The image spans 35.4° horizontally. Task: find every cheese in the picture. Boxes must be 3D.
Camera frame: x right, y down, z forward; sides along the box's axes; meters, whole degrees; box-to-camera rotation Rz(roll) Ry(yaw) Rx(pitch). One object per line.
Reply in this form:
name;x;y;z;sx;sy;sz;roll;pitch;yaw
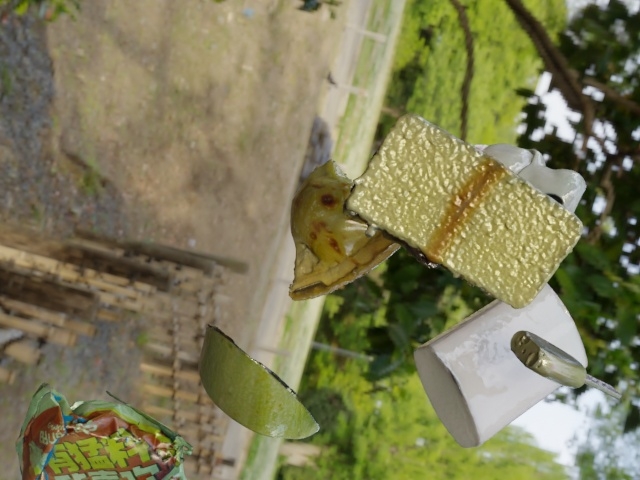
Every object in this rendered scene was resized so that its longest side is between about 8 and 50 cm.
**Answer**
cheese;0.363;0.190;1.456;0.037;0.192;0.097;-57;-154;13

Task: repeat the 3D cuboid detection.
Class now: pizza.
pizza;0.000;-0.009;1.522;0.204;0.188;0.081;-41;158;15

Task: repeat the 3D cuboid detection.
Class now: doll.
doll;0.303;-0.079;1.492;0.107;0.181;0.110;-38;153;-35

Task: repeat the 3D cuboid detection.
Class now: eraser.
eraser;0.293;0.191;1.609;0.270;0.174;0.095;-27;-179;-31

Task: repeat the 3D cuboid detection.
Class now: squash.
squash;-0.094;0.214;1.607;0.155;0.237;0.204;-59;169;24

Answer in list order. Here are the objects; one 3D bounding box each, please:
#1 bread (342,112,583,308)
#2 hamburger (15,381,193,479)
bread;0.184;-0.053;1.238;0.141;0.266;0.178;-59;178;42
hamburger;-0.305;0.329;1.459;0.150;0.261;0.276;-80;175;-62
